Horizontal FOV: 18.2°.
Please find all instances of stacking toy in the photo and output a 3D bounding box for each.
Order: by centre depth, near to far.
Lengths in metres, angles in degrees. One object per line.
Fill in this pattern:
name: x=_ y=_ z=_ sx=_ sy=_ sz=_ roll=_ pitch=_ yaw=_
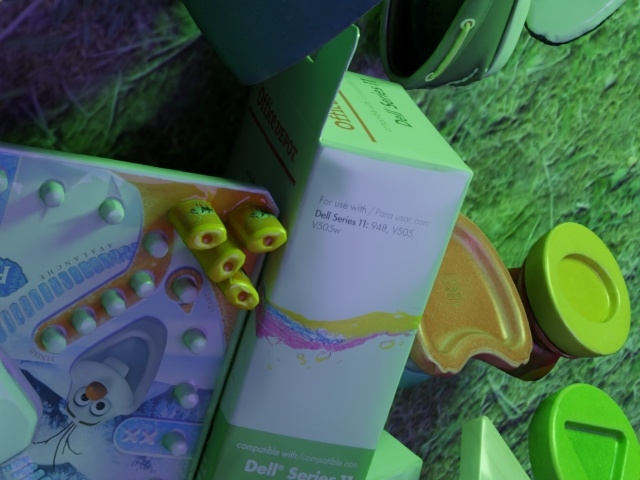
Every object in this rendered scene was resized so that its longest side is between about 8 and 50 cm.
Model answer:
stacking toy: x=0.134 y=0.122 z=1.664 sx=0.130 sy=0.279 sz=0.309 roll=-24 pitch=156 yaw=38

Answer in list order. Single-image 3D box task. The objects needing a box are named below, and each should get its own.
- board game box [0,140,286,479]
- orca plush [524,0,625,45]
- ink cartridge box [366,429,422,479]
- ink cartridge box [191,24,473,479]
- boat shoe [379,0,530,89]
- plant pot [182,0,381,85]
board game box: x=-0.250 y=0.122 z=1.291 sx=0.390 sy=0.050 sz=0.390 roll=8 pitch=112 yaw=-26
orca plush: x=0.234 y=-0.298 z=1.600 sx=0.151 sy=0.102 sz=0.287 roll=10 pitch=105 yaw=-1
ink cartridge box: x=-0.050 y=0.250 z=1.610 sx=0.168 sy=0.171 sz=0.233 roll=-16 pitch=128 yaw=-39
ink cartridge box: x=0.000 y=0.000 z=1.427 sx=0.119 sy=0.207 sz=0.353 roll=12 pitch=109 yaw=-18
boat shoe: x=0.114 y=-0.246 z=1.464 sx=0.091 sy=0.109 sz=0.305 roll=-21 pitch=135 yaw=-42
plant pot: x=-0.008 y=-0.266 z=1.227 sx=0.290 sy=0.290 sz=0.195 roll=-46 pitch=104 yaw=-11
